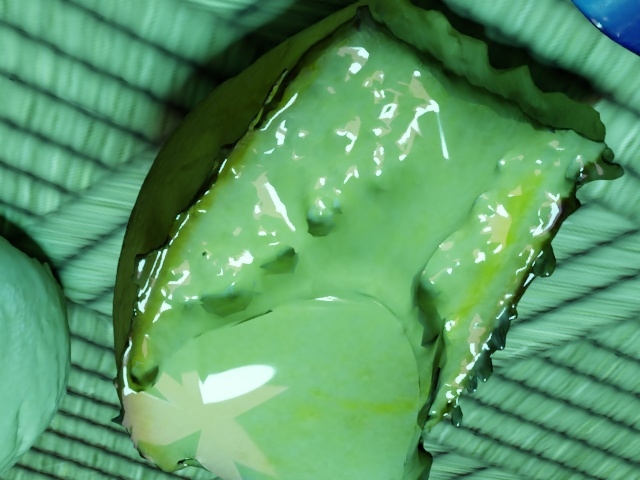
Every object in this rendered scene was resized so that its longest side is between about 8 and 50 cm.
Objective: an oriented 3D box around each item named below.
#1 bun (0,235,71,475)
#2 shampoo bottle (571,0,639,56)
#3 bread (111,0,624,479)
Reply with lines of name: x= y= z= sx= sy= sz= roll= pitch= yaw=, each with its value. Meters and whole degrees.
bun: x=-0.338 y=0.100 z=1.115 sx=0.364 sy=0.202 sz=0.364 roll=2 pitch=154 yaw=1
shampoo bottle: x=0.191 y=-0.132 z=0.753 sx=0.087 sy=0.050 sz=0.183 roll=27 pitch=145 yaw=-31
bread: x=0.000 y=0.000 z=0.921 sx=0.204 sy=0.162 sz=0.262 roll=25 pitch=104 yaw=-31
